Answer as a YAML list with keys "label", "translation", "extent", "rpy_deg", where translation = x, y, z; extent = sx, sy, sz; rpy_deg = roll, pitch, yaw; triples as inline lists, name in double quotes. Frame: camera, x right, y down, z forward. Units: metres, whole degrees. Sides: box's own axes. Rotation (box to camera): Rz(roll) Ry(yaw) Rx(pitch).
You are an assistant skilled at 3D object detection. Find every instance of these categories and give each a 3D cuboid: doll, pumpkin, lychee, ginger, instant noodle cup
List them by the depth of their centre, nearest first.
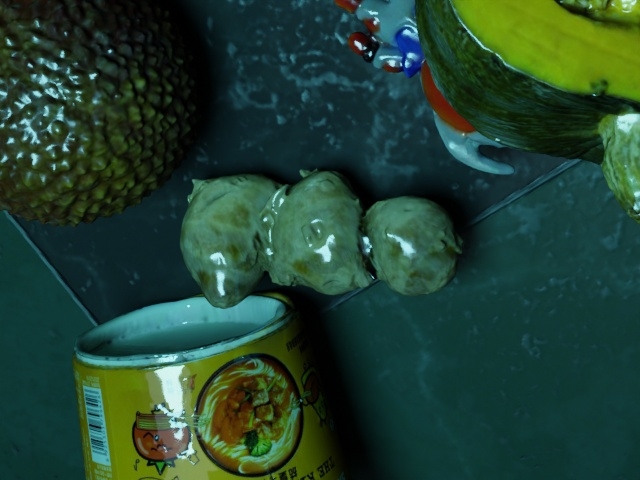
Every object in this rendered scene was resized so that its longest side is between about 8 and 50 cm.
- label: "pumpkin"
  translation: [0.140, -0.097, 0.757]
  extent: [0.126, 0.131, 0.248]
  rpy_deg: [-33, 83, -11]
- label: "doll"
  translation: [0.097, -0.116, 0.851]
  extent: [0.194, 0.062, 0.104]
  rpy_deg: [38, 86, 5]
- label: "lychee"
  translation: [-0.176, -0.099, 0.873]
  extent: [0.194, 0.194, 0.194]
  rpy_deg: [6, 114, 14]
- label: "ginger"
  translation: [0.000, 0.000, 0.912]
  extent: [0.204, 0.104, 0.080]
  rpy_deg: [-1, 157, 15]
- label: "instant noodle cup"
  translation: [-0.082, 0.140, 0.940]
  extent: [0.215, 0.216, 0.172]
  rpy_deg: [-7, 102, 19]
